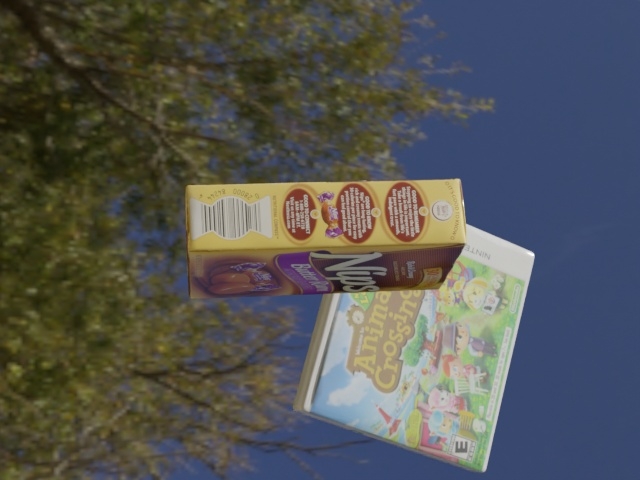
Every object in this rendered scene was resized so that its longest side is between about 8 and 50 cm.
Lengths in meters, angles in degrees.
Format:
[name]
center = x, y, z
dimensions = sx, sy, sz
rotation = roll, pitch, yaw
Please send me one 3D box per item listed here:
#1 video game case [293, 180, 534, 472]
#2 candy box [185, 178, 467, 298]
[video game case]
center = 0.088, 0.078, 1.212
dimensions = 0.023, 0.193, 0.213
rotation = -15, -123, 63
[candy box]
center = 0.000, 0.000, 0.947
dimensions = 0.186, 0.109, 0.053
rotation = -3, -108, -6
